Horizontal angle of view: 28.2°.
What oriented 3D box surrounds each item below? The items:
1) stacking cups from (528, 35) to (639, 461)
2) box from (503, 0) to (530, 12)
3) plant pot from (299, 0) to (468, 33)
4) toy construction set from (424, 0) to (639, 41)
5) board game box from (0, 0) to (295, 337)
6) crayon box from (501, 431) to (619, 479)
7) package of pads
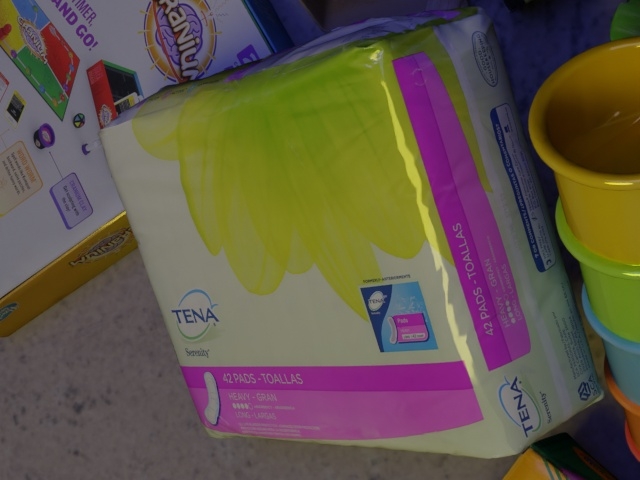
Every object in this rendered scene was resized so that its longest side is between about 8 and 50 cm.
[{"bbox_3d":[0.181,0.039,0.665,0.096,0.316,0.096,-11,48,13],"label":"stacking cups"},{"bbox_3d":[0.205,-0.235,0.802,0.232,0.058,0.087,-26,101,18],"label":"box"},{"bbox_3d":[0.035,-0.215,0.864,0.109,0.109,0.096,-6,67,21],"label":"plant pot"},{"bbox_3d":[0.205,-0.098,0.693,0.309,0.257,0.237,21,108,15],"label":"toy construction set"},{"bbox_3d":[-0.182,-0.110,0.952,0.316,0.064,0.242,-33,72,15],"label":"board game box"},{"bbox_3d":[0.116,0.273,0.755,0.165,0.081,0.278,40,105,22],"label":"crayon box"},{"bbox_3d":[0.000,0.000,0.740,0.296,0.101,0.229,-9,102,52],"label":"package of pads"}]
